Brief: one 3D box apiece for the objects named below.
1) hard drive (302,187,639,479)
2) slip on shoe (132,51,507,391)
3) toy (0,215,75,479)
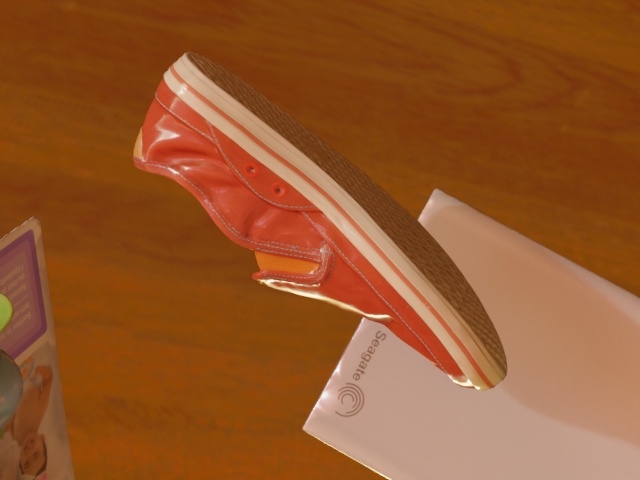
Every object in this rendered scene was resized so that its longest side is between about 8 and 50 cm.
[{"bbox_3d":[0.194,0.141,1.184,0.353,0.047,0.233,29,87,7],"label":"hard drive"},{"bbox_3d":[0.000,0.000,1.043,0.331,0.123,0.101,40,104,4],"label":"slip on shoe"},{"bbox_3d":[-0.099,0.127,0.480,0.056,0.137,0.237,5,117,23],"label":"toy"}]
